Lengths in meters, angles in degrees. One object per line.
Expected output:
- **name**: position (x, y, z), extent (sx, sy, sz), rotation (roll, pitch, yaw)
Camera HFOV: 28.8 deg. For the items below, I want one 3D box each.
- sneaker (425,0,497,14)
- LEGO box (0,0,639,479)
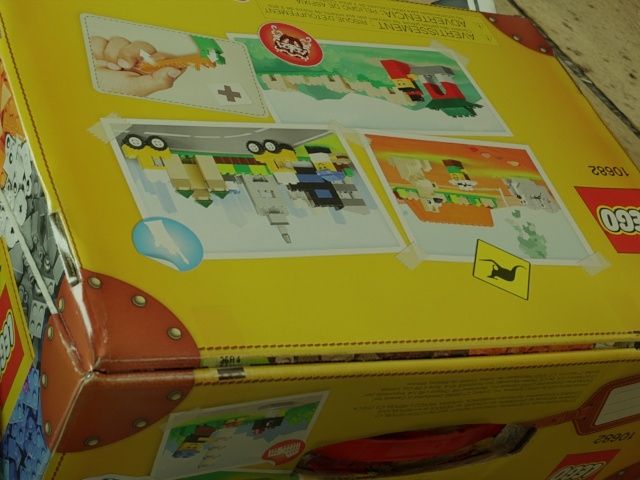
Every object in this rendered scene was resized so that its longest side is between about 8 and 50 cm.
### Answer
- **sneaker**: position (0.137, -0.116, 1.248), extent (0.127, 0.126, 0.321), rotation (-9, 48, 3)
- **LEGO box**: position (0.000, 0.000, 0.890), extent (0.500, 0.193, 0.372), rotation (1, 46, -31)
